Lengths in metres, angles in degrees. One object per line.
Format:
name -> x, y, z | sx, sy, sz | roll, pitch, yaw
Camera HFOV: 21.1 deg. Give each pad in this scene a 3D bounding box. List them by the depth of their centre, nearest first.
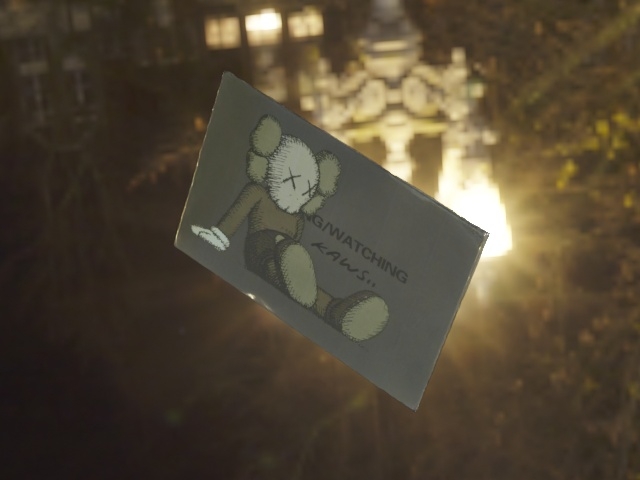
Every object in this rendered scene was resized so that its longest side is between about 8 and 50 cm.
pad -> 0.000, 0.000, 0.982 | 0.190, 0.127, 0.004 | 33, -146, 23
